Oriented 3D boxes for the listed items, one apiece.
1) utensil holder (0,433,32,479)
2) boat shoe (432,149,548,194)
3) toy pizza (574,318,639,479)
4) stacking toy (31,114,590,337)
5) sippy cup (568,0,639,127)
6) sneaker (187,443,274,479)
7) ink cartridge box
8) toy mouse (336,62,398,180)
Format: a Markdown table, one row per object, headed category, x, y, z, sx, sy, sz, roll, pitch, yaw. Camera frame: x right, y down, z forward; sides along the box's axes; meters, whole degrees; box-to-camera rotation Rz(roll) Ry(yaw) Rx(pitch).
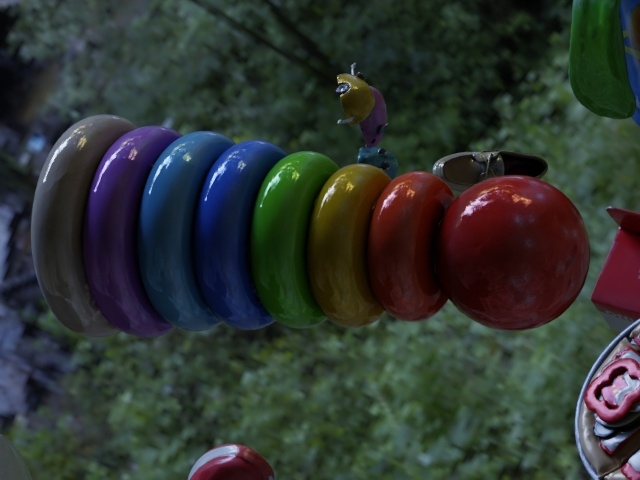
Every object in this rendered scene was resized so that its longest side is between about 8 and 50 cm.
| category | x | y | z | sx | sy | sz | roll | pitch | yaw |
| --- | --- | --- | --- | --- | --- | --- | --- | --- | --- |
| utensil holder | -0.305 | 0.357 | 1.268 | 0.327 | 0.327 | 0.385 | -40 | 52 | 20 |
| boat shoe | 0.189 | -0.080 | 2.021 | 0.045 | 0.135 | 0.050 | -31 | 68 | 61 |
| toy pizza | 0.284 | 0.116 | 1.404 | 0.201 | 0.032 | 0.201 | -21 | 43 | 21 |
| stacking toy | 0.000 | 0.000 | 1.096 | 0.330 | 0.141 | 0.141 | 4 | 71 | 22 |
| sippy cup | 0.324 | -0.201 | 1.481 | 0.305 | 0.224 | 0.240 | -14 | 31 | -4 |
| sneaker | -0.135 | 0.302 | 1.860 | 0.221 | 0.087 | 0.128 | -46 | 8 | 40 |
| ink cartridge box | 0.326 | 0.063 | 1.609 | 0.134 | 0.231 | 0.078 | 15 | 73 | 33 |
| toy mouse | 0.050 | -0.100 | 1.725 | 0.031 | 0.143 | 0.161 | -16 | 35 | 10 |
